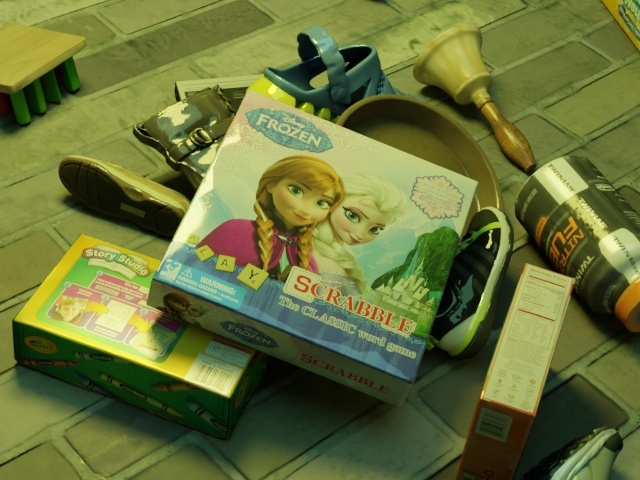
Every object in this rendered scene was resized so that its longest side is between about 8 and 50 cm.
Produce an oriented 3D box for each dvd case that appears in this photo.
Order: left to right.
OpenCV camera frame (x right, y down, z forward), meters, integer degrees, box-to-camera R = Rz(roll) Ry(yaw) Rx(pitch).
[{"bbox_3d":[-0.106,-0.161,1.816,0.179,0.029,0.238,-7,45,-14],"label":"dvd case"}]

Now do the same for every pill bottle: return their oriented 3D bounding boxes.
[{"bbox_3d":[0.372,0.008,1.635,0.131,0.130,0.245,-14,47,-22],"label":"pill bottle"}]

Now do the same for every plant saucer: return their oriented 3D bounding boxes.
[{"bbox_3d":[0.125,-0.070,1.672,0.278,0.041,0.277,14,59,-23],"label":"plant saucer"}]

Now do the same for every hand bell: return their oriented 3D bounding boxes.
[{"bbox_3d":[0.255,-0.201,1.878,0.126,0.126,0.242,-18,60,-26],"label":"hand bell"}]

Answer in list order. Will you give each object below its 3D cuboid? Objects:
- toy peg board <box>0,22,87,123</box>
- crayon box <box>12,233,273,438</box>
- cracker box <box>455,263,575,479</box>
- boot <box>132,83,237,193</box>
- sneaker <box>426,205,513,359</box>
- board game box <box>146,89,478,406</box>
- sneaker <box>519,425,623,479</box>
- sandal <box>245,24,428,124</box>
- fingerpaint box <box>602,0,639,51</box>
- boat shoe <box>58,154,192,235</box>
[{"bbox_3d":[-0.450,-0.244,1.832,0.161,0.079,0.161,15,40,30],"label":"toy peg board"},{"bbox_3d":[-0.203,0.109,1.473,0.279,0.081,0.165,19,44,11],"label":"crayon box"},{"bbox_3d":[0.226,0.160,1.432,0.067,0.155,0.232,18,43,11],"label":"cracker box"},{"bbox_3d":[-0.095,-0.125,1.691,0.263,0.091,0.229,-22,67,-28],"label":"boot"},{"bbox_3d":[0.177,0.040,1.567,0.097,0.084,0.234,25,53,-12],"label":"sneaker"},{"bbox_3d":[0.000,0.000,1.485,0.319,0.066,0.318,22,54,0],"label":"board game box"},{"bbox_3d":[0.265,0.301,1.348,0.108,0.100,0.271,47,46,2],"label":"sneaker"},{"bbox_3d":[0.051,-0.216,1.765,0.317,0.138,0.126,8,25,-43],"label":"sandal"},{"bbox_3d":[0.642,-0.434,1.974,0.163,0.371,0.444,-4,45,-16],"label":"fingerpaint box"},{"bbox_3d":[-0.260,-0.067,1.674,0.190,0.068,0.072,28,32,4],"label":"boat shoe"}]
